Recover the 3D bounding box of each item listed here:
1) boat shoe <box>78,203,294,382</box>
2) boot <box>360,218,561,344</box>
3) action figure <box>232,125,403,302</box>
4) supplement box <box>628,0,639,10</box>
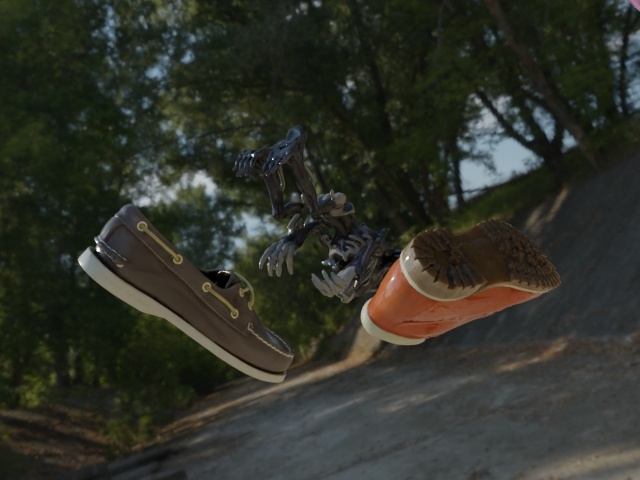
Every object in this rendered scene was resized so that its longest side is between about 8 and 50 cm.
[{"bbox_3d":[-0.145,0.075,0.958,0.096,0.324,0.116,-54,28,-1],"label":"boat shoe"},{"bbox_3d":[0.098,0.032,0.522,0.158,0.059,0.084,-1,-39,-39],"label":"boot"},{"bbox_3d":[0.000,0.000,0.929,0.164,0.275,0.141,2,47,51],"label":"action figure"},{"bbox_3d":[0.488,-0.368,1.038,0.220,0.114,0.111,23,-68,-31],"label":"supplement box"}]
